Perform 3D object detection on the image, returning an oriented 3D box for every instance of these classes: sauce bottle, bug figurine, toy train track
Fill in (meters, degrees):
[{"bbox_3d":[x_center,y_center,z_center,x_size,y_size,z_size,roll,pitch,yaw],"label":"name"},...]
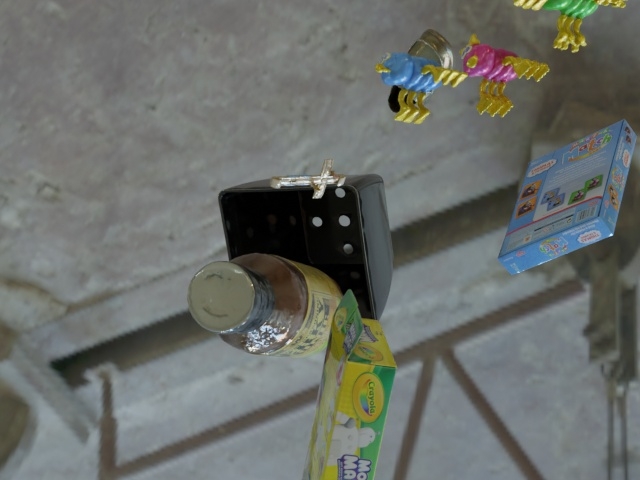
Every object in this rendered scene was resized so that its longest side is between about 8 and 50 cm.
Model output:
[{"bbox_3d":[-0.058,0.071,1.512,0.111,0.344,0.111,-1,86,15],"label":"sauce bottle"},{"bbox_3d":[0.194,-0.233,1.525,0.216,0.072,0.279,8,138,-46],"label":"bug figurine"},{"bbox_3d":[-0.011,-0.058,1.414,0.083,0.014,0.048,-3,129,-29],"label":"toy train track"}]

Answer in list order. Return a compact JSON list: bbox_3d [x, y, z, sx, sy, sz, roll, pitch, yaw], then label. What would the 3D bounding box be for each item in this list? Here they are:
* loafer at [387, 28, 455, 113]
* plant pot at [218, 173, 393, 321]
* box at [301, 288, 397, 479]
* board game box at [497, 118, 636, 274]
[{"bbox_3d":[0.119,-0.196,1.700,0.056,0.050,0.148,39,152,12],"label":"loafer"},{"bbox_3d":[0.000,0.000,1.802,0.188,0.167,0.187,-2,107,23],"label":"plant pot"},{"bbox_3d":[0.021,0.136,1.084,0.043,0.105,0.179,7,106,-7],"label":"box"},{"bbox_3d":[0.328,-0.059,1.871,0.160,0.211,0.039,-25,118,38],"label":"board game box"}]
